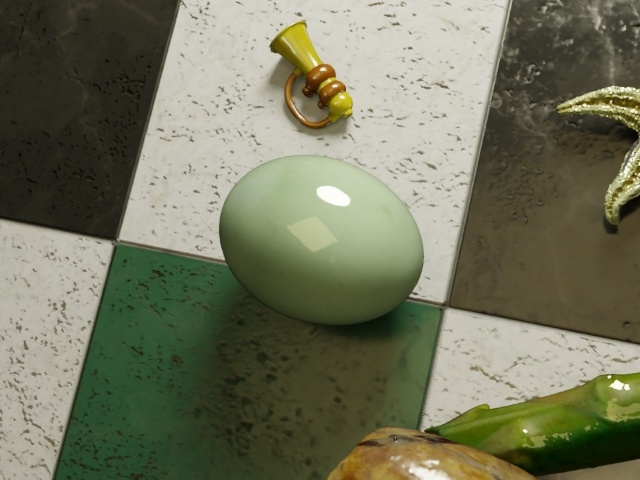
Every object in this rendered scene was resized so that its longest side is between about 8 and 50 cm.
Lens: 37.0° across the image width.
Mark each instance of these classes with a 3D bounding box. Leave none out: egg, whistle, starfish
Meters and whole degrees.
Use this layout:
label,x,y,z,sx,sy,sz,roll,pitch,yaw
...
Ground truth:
label,x,y,z,sx,sy,sz,roll,pitch,yaw
egg,0.000,0.000,0.865,0.192,0.149,0.149,18,83,19
whistle,-0.012,-0.161,0.962,0.057,0.046,0.109,-29,78,-8
starfish,0.301,-0.112,0.858,0.175,0.053,0.208,15,79,18

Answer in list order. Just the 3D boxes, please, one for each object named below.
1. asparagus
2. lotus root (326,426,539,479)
label,x,y,z,sx,sy,sz,roll,pitch,yaw
asparagus,0.253,0.146,0.791,0.343,0.082,0.085,-20,98,19
lotus root,0.128,0.268,0.758,0.291,0.193,0.193,32,88,20
